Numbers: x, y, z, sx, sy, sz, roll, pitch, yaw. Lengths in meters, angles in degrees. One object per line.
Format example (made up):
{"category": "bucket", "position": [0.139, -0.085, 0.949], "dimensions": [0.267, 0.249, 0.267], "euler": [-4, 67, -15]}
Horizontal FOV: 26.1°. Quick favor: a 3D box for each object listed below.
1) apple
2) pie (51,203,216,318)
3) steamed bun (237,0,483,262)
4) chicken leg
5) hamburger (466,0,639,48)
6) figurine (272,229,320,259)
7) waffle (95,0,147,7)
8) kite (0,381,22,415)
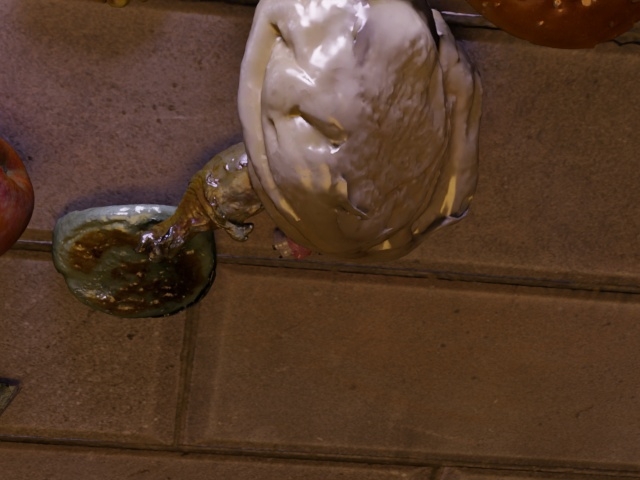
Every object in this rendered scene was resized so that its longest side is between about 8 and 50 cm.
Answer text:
{"category": "apple", "position": [-0.458, -0.054, 1.736], "dimensions": [0.173, 0.188, 0.188], "euler": [-28, 130, 12]}
{"category": "pie", "position": [-0.254, 0.023, 1.916], "dimensions": [0.240, 0.054, 0.241], "euler": [-2, 135, -2]}
{"category": "steamed bun", "position": [0.035, -0.144, 1.627], "dimensions": [0.372, 0.230, 0.325], "euler": [24, 92, -55]}
{"category": "chicken leg", "position": [-0.141, -0.040, 1.814], "dimensions": [0.227, 0.088, 0.103], "euler": [-44, 136, 7]}
{"category": "hamburger", "position": [0.268, -0.359, 1.493], "dimensions": [0.314, 0.170, 0.290], "euler": [29, 120, -26]}
{"category": "figurine", "position": [0.000, 0.000, 1.907], "dimensions": [0.129, 0.054, 0.072], "euler": [-16, 137, 15]}
{"category": "waffle", "position": [-0.259, -0.339, 1.564], "dimensions": [0.194, 0.051, 0.149], "euler": [21, 131, -21]}
{"category": "kite", "position": [-0.609, 0.267, 2.164], "dimensions": [0.322, 0.013, 0.268], "euler": [-8, 135, 8]}
